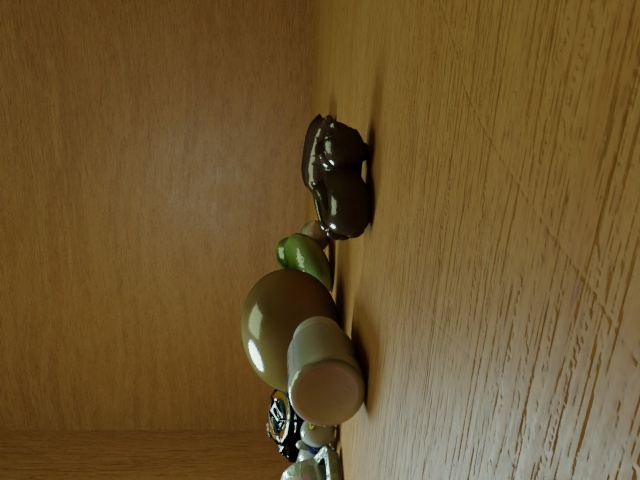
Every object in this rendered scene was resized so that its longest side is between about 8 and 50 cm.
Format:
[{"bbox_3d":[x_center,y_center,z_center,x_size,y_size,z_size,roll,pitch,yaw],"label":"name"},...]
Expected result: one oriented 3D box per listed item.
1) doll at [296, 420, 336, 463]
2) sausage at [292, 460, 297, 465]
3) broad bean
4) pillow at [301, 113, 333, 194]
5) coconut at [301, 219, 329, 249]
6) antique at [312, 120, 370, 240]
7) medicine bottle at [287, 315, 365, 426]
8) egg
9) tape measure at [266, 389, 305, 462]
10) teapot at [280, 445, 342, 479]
[{"bbox_3d":[-0.013,0.629,1.676,0.119,0.138,0.293,38,139,41],"label":"doll"},{"bbox_3d":[-0.061,0.947,2.190,0.136,0.123,0.501,-56,-15,-34],"label":"sausage"},{"bbox_3d":[-0.059,0.086,1.952,0.291,0.119,0.238,43,140,41],"label":"broad bean"},{"bbox_3d":[-0.012,-0.329,2.082,0.308,0.108,0.305,-117,33,-75],"label":"pillow"},{"bbox_3d":[-0.020,-0.025,2.042,0.110,0.110,0.124,-96,6,-59],"label":"coconut"},{"bbox_3d":[0.051,-0.132,1.193,0.143,0.121,0.257,162,109,-77],"label":"antique"},{"bbox_3d":[0.004,0.292,1.283,0.293,0.170,0.170,-113,25,-76],"label":"medicine bottle"},{"bbox_3d":[-0.091,0.273,1.669,0.301,0.301,0.374,-120,25,-81],"label":"egg"},{"bbox_3d":[-0.097,0.593,1.827,0.223,0.135,0.202,54,128,48],"label":"tape measure"},{"bbox_3d":[0.000,0.727,1.563,0.163,0.221,0.178,48,-170,-32],"label":"teapot"}]
